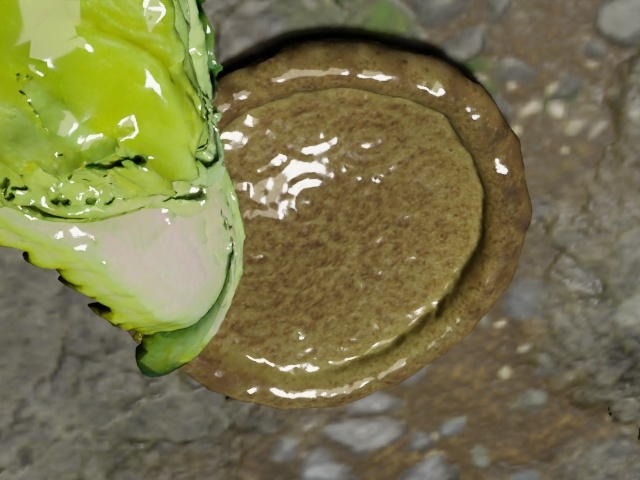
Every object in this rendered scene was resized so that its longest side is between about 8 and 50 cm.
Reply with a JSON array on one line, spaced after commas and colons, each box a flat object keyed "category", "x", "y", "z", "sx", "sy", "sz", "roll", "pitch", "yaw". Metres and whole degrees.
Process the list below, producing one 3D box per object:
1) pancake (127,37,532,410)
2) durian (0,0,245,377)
[{"category": "pancake", "x": 0.000, "y": -0.001, "z": 0.804, "sx": 0.199, "sy": 0.021, "sz": 0.199, "roll": -7, "pitch": 128, "yaw": -9}, {"category": "durian", "x": -0.102, "y": -0.078, "z": 0.655, "sx": 0.132, "sy": 0.107, "sz": 0.375, "roll": 1, "pitch": 130, "yaw": 20}]
